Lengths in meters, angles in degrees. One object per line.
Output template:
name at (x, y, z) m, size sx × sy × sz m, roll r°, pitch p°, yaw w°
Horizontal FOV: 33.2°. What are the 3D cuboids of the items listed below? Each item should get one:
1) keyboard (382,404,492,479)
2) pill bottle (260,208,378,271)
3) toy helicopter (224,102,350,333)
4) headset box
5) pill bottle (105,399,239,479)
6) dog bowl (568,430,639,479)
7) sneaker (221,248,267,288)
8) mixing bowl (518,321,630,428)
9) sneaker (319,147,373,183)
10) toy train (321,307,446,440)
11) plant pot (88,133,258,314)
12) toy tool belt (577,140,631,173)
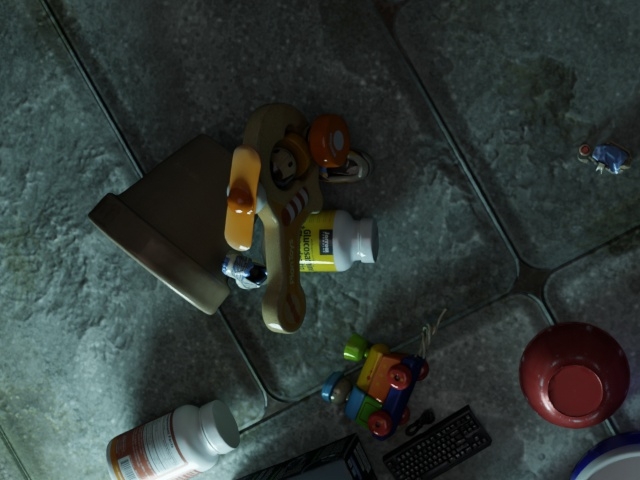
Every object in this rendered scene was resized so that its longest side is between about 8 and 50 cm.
keyboard at (0.191, 0.348, 1.830) m, size 0.180 × 0.023 × 0.108 m, roll -34°, pitch 90°, yaw 14°
pill bottle at (0.000, 0.000, 1.778) m, size 0.184 × 0.103 × 0.103 m, roll -1°, pitch 98°, yaw 13°
toy helicopter at (-0.066, -0.032, 1.637) m, size 0.140 × 0.235 × 0.355 m, roll 1°, pitch 95°, yaw 30°
headset box at (-0.024, 0.505, 1.844) m, size 0.283 × 0.131 × 0.246 m, roll -23°, pitch 92°, yaw 15°
pill bottle at (-0.256, 0.362, 1.879) m, size 0.216 × 0.121 × 0.121 m, roll -26°, pitch 92°, yaw 14°
dog bowl at (0.527, 0.447, 1.730) m, size 0.264 × 0.104 × 0.265 m, roll 2°, pitch 99°, yaw 12°
sneaker at (-0.107, 0.056, 1.723) m, size 0.058 × 0.135 × 0.052 m, roll 19°, pitch 86°, yaw 24°
mixing bowl at (0.410, 0.229, 1.727) m, size 0.181 × 0.098 × 0.181 m, roll 2°, pitch 98°, yaw 11°
sneaker at (-0.007, -0.133, 1.769) m, size 0.185 × 0.084 × 0.070 m, roll 5°, pitch 99°, yaw 10°
toy train at (0.105, 0.195, 1.794) m, size 0.143 × 0.105 × 0.248 m, roll 26°, pitch 103°, yaw 21°
plant pot at (-0.212, -0.046, 1.763) m, size 0.263 × 0.263 × 0.229 m, roll 37°, pitch 87°, yaw 5°
toy tool belt at (0.447, -0.132, 1.688) m, size 0.083 × 0.051 × 0.052 m, roll 22°, pitch 102°, yaw 9°
